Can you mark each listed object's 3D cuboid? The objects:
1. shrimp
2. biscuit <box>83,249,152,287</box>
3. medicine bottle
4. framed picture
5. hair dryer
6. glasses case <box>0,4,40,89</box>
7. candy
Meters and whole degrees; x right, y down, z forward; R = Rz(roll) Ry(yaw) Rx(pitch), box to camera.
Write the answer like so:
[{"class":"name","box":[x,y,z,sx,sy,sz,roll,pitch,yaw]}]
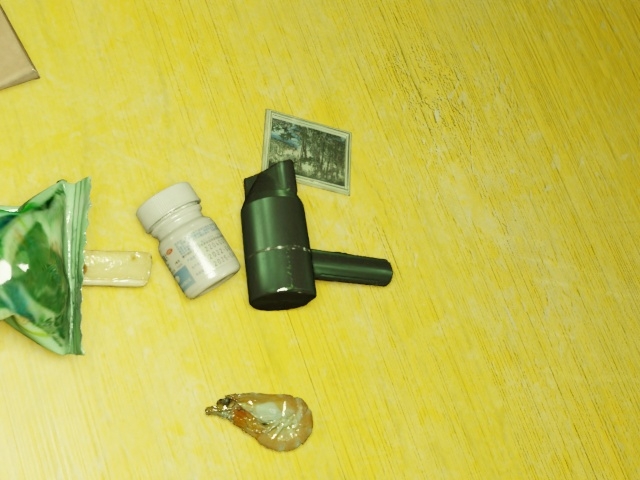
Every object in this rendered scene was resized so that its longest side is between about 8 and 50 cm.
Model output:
[{"class":"shrimp","box":[-0.093,0.278,1.253,0.184,0.043,0.091,19,65,-20]},{"class":"biscuit","box":[-0.354,0.044,1.216,0.188,0.052,0.056,2,79,-24]},{"class":"medicine bottle","box":[-0.211,0.001,1.275,0.105,0.105,0.168,-29,84,-33]},{"class":"framed picture","box":[-0.022,-0.168,1.498,0.183,0.011,0.142,13,64,-22]},{"class":"hair dryer","box":[0.000,0.000,1.397,0.302,0.116,0.244,10,65,-36]},{"class":"glasses case","box":[-0.537,-0.319,1.278,0.102,0.070,0.194,-30,86,-5]},{"class":"candy","box":[-0.502,0.038,1.027,0.397,0.172,0.263,-1,80,-39]}]
